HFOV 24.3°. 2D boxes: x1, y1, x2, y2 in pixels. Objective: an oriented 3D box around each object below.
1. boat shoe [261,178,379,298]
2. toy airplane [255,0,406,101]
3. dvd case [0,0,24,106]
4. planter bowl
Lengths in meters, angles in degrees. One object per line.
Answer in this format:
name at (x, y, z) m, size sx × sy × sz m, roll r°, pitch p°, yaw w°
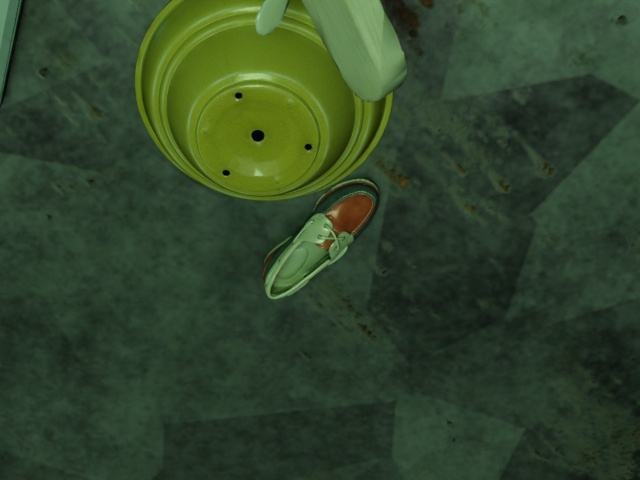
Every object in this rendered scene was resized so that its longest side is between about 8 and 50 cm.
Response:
boat shoe at (0.000, 0.000, 1.303) m, size 0.049 × 0.043 × 0.137 m, roll 41°, pitch 114°, yaw -20°
toy airplane at (-0.068, -0.315, 0.969) m, size 0.384 × 0.272 × 0.386 m, roll 33°, pitch 141°, yaw 16°
dvd case at (-0.356, -0.215, 1.184) m, size 0.238 × 0.029 × 0.179 m, roll 15°, pitch 122°, yaw -8°
planter bowl at (-0.048, -0.104, 1.210) m, size 0.217 × 0.090 × 0.217 m, roll 1°, pitch 122°, yaw 1°
